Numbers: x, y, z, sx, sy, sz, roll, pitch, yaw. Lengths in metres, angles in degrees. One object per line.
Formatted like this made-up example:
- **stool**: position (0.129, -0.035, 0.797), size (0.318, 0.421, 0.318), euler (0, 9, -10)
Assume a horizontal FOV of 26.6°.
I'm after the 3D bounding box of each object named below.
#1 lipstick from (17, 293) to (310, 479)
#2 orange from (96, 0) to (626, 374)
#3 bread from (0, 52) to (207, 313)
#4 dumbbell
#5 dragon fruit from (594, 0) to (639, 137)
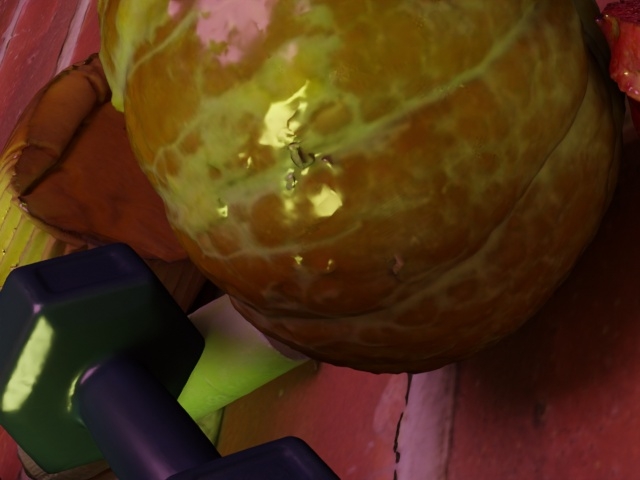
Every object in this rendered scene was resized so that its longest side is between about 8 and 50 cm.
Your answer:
- **lipstick**: position (-0.123, 0.113, 1.028), size (0.304, 0.076, 0.076), euler (-30, 38, 37)
- **orange**: position (0.031, -0.089, 0.742), size (0.249, 0.329, 0.329), euler (-29, 38, 24)
- **bread**: position (-0.182, -0.025, 1.155), size (0.288, 0.204, 0.156), euler (-91, 26, -50)
- **dumbbell**: position (-0.097, 0.133, 0.824), size (0.325, 0.144, 0.160), euler (40, 105, 46)
- **dragon fruit**: position (0.218, -0.066, 0.678), size (0.153, 0.153, 0.111), euler (-144, 45, -61)
